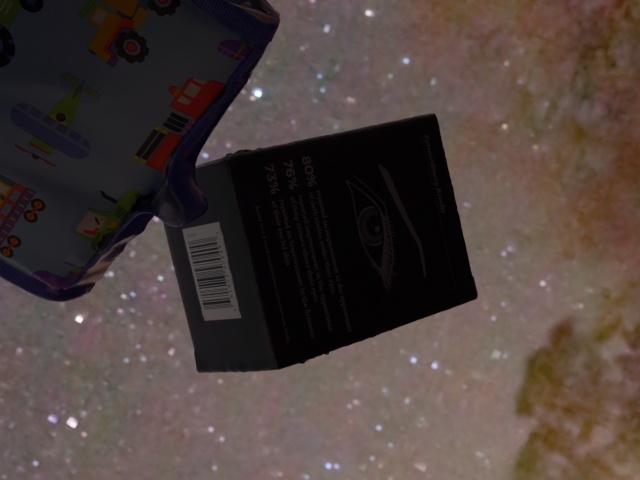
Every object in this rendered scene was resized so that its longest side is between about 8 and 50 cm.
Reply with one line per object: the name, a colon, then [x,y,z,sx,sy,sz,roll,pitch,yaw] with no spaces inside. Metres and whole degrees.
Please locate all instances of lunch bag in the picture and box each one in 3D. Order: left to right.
lunch bag: [-0.175,-0.112,0.615,0.221,0.293,0.138,-48,-1,28]

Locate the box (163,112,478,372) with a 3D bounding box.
box: [0.000,0.000,0.860,0.207,0.108,0.153,-14,-87,-38]
